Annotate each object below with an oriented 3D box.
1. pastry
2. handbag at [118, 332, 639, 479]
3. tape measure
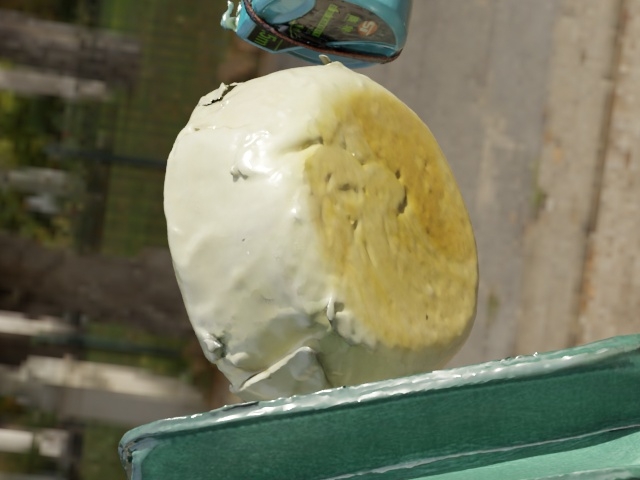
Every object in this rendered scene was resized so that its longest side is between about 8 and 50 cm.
[{"bbox_3d":[0.001,-0.001,1.307,0.265,0.133,0.264,28,-125,-50],"label":"pastry"},{"bbox_3d":[0.052,0.160,1.126,0.238,0.326,0.089,75,-176,-64],"label":"handbag"},{"bbox_3d":[0.007,-0.185,1.460,0.125,0.146,0.081,135,148,-62],"label":"tape measure"}]
